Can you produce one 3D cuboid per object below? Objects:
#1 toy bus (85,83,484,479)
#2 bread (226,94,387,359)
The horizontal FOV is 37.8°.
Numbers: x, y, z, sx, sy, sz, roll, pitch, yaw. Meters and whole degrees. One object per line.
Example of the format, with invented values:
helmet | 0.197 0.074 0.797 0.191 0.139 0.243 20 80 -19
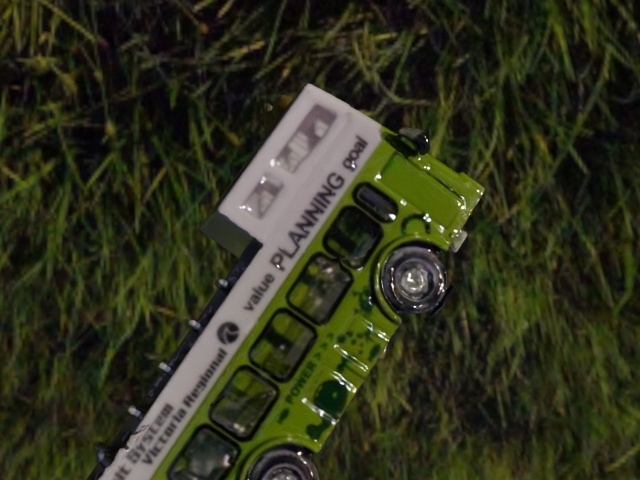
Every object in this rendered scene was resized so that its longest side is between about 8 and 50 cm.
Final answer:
toy bus | -0.035 0.062 0.554 0.139 0.302 0.113 35 166 -7
bread | 0.000 0.001 1.039 0.238 0.252 0.196 22 170 -35
